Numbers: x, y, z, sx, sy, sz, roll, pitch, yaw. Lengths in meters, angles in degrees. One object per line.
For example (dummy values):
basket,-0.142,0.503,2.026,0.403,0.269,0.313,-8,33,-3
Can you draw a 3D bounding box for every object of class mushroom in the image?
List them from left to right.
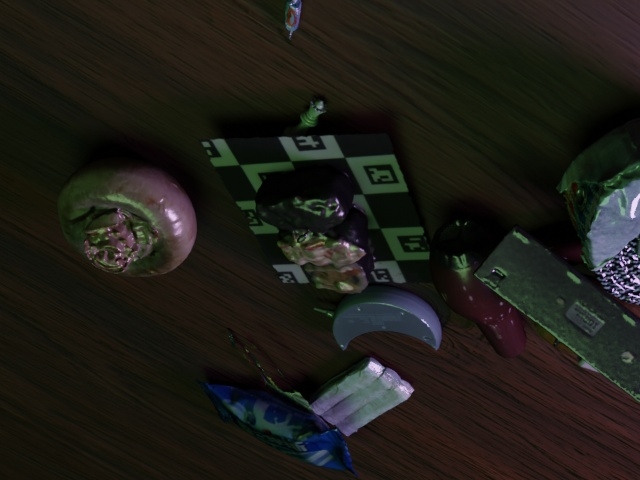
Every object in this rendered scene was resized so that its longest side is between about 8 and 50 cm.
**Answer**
mushroom,-0.309,-0.026,1.842,0.226,0.178,0.226,4,141,3

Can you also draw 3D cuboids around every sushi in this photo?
sushi,0.000,0.000,1.774,0.296,0.100,0.373,-1,143,21

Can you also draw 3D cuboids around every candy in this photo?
candy,-0.084,0.351,2.208,0.331,0.077,0.187,20,152,29
candy,-0.037,-0.306,1.550,0.020,0.030,0.083,13,146,3

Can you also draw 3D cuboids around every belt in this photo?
belt,0.436,-0.039,1.546,0.207,0.150,0.257,-20,131,8

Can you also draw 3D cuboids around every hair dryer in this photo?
hair dryer,0.354,0.049,1.755,0.340,0.123,0.312,-18,139,21

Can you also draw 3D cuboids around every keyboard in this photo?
keyboard,0.358,0.107,1.589,0.317,0.027,0.106,38,106,-4

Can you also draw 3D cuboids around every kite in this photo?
kite,-0.062,0.282,2.164,0.169,0.015,0.310,15,148,45

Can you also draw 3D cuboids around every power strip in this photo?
power strip,0.093,0.134,1.963,0.216,0.044,0.137,0,135,20

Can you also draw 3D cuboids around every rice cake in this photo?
rice cake,0.073,0.287,2.140,0.124,0.038,0.211,37,137,-19

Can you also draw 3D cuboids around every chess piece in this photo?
chess piece,-0.020,-0.171,1.680,0.042,0.042,0.093,28,134,-11

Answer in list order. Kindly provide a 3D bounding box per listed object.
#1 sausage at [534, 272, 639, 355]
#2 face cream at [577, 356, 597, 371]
sausage,0.531,0.176,1.691,0.500,0.123,0.136,25,132,-11
face cream,0.546,0.203,1.840,0.269,0.082,0.082,19,139,1
